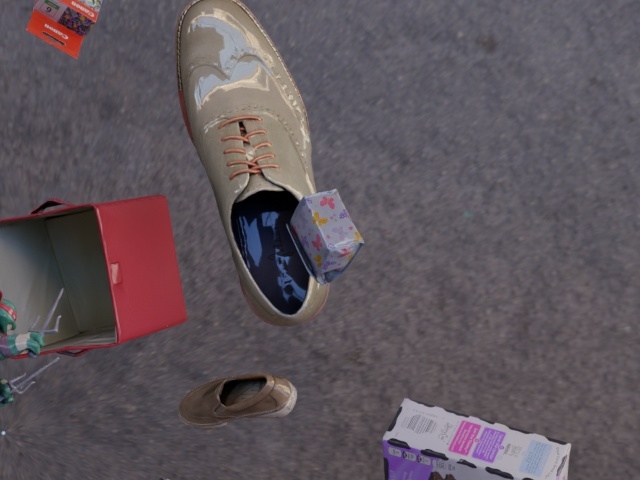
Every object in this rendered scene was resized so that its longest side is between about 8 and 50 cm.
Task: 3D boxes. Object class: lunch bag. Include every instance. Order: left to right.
[{"bbox_3d":[0.000,0.000,1.336,0.053,0.083,0.071,-15,67,-26],"label":"lunch bag"}]

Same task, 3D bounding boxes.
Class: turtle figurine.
[{"bbox_3d":[-0.383,0.147,1.465,0.118,0.175,0.234,32,63,1],"label":"turtle figurine"}]

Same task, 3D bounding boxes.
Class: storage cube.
[{"bbox_3d":[-0.317,0.044,1.790,0.183,0.193,0.215,-9,92,23],"label":"storage cube"}]

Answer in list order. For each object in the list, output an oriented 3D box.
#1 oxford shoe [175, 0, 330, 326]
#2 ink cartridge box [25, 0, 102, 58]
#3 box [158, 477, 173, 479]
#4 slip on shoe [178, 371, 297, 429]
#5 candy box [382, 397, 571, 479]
[{"bbox_3d":[-0.068,-0.095,1.464,0.140,0.146,0.397,-19,91,-3],"label":"oxford shoe"},{"bbox_3d":[-0.263,-0.246,1.358,0.063,0.029,0.115,29,40,-22],"label":"ink cartridge box"},{"bbox_3d":[-0.126,0.417,1.665,0.220,0.051,0.175,19,76,-11],"label":"box"},{"bbox_3d":[-0.087,0.149,1.235,0.041,0.135,0.051,41,53,-42],"label":"slip on shoe"},{"bbox_3d":[0.174,0.278,1.460,0.196,0.165,0.070,13,43,21],"label":"candy box"}]
